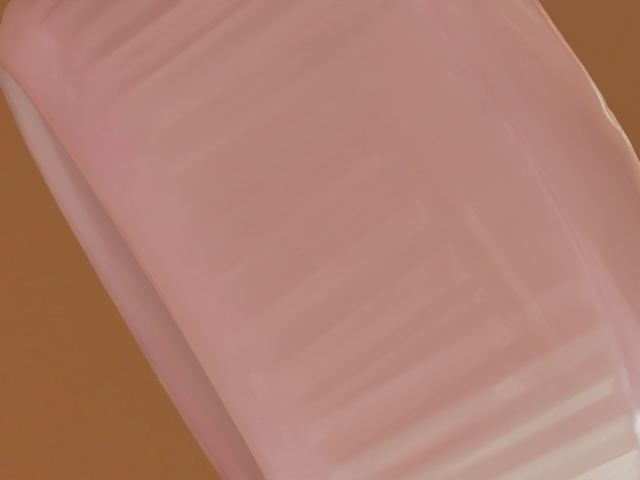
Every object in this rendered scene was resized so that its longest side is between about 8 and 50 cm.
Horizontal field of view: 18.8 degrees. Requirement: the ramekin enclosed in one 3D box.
[{"bbox_3d":[0.000,0.000,0.627,0.127,0.273,0.273,-31,-89,-9],"label":"ramekin"}]
